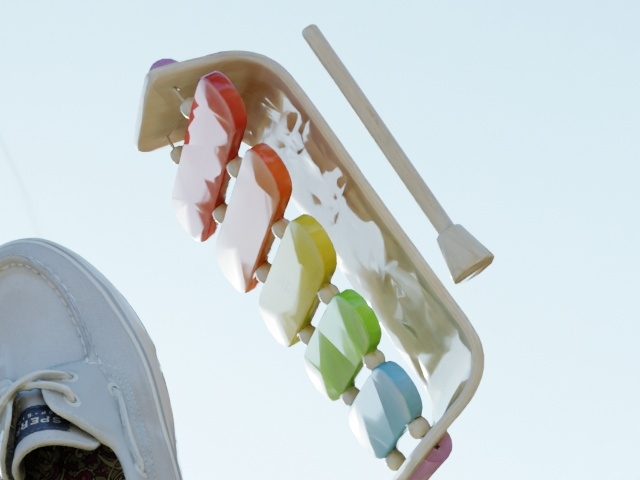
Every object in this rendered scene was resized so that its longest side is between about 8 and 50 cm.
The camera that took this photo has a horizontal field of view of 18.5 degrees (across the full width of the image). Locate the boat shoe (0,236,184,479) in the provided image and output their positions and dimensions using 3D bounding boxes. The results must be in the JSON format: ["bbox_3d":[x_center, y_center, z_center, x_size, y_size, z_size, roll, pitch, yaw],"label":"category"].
[{"bbox_3d":[-0.089,0.076,0.692,0.066,0.184,0.063,-21,-22,10],"label":"boat shoe"}]

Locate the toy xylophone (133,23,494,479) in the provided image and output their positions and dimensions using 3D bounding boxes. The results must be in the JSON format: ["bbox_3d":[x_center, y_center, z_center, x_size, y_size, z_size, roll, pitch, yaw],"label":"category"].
[{"bbox_3d":[0.000,0.000,1.239,0.081,0.323,0.236,-30,-22,-21],"label":"toy xylophone"}]
